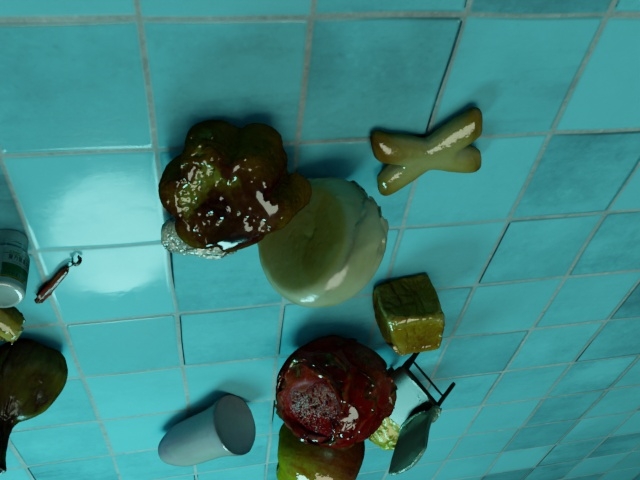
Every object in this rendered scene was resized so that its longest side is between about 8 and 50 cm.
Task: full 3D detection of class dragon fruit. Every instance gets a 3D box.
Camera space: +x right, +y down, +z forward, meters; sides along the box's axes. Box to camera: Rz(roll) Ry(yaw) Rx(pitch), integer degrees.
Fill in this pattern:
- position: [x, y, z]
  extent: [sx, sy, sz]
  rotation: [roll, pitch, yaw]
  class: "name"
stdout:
- position: [0.040, 0.389, 1.623]
  extent: [0.301, 0.296, 0.295]
  rotation: [13, 135, -41]
  class: "dragon fruit"

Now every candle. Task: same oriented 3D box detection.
- position: [-0.535, 0.080, 1.290]
  extent: [0.026, 0.021, 0.167]
  rotation: [25, 128, -39]
  class: "candle"

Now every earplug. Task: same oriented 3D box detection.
- position: [-0.356, 0.574, 1.848]
  extent: [0.301, 0.173, 0.172]
  rotation: [-26, 140, 27]
  class: "earplug"

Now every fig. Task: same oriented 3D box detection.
- position: [-0.655, 0.337, 1.379]
  extent: [0.190, 0.290, 0.191]
  rotation: [-6, 116, -14]
  class: "fig"

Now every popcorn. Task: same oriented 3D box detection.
- position: [0.230, 0.535, 1.963]
  extent: [0.200, 0.226, 0.203]
  rotation: [16, -174, 14]
  class: "popcorn"

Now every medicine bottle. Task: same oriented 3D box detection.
- position: [-0.572, 0.049, 1.154]
  extent: [0.080, 0.131, 0.080]
  rotation: [-7, 142, -6]
  class: "medicine bottle"

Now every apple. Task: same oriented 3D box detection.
- position: [-0.016, 0.644, 1.933]
  extent: [0.301, 0.302, 0.302]
  rotation: [-8, 141, -7]
  class: "apple"

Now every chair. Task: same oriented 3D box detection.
- position: [0.226, 0.445, 1.701]
  extent: [0.160, 0.186, 0.319]
  rotation: [-46, 175, 34]
  class: "chair"

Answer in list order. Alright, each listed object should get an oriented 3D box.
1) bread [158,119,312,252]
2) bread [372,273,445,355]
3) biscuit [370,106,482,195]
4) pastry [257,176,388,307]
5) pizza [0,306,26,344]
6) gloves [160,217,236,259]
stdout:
- position: [-0.160, -0.090, 1.087]
  extent: [0.246, 0.135, 0.232]
  rotation: [-21, 115, 22]
  class: "bread"
- position: [0.211, 0.178, 1.532]
  extent: [0.143, 0.149, 0.158]
  rotation: [-14, 135, -3]
  class: "bread"
- position: [0.202, -0.162, 1.190]
  extent: [0.207, 0.047, 0.164]
  rotation: [-15, 140, 2]
  class: "biscuit"
- position: [0.002, 0.000, 1.169]
  extent: [0.264, 0.265, 0.133]
  rotation: [-38, 146, 27]
  class: "pastry"
- position: [-0.723, 0.117, 1.205]
  extent: [0.287, 0.074, 0.251]
  rotation: [-15, 124, 34]
  class: "pizza"
- position: [-0.229, -0.013, 1.224]
  extent: [0.153, 0.070, 0.114]
  rotation: [8, 137, -21]
  class: "gloves"
